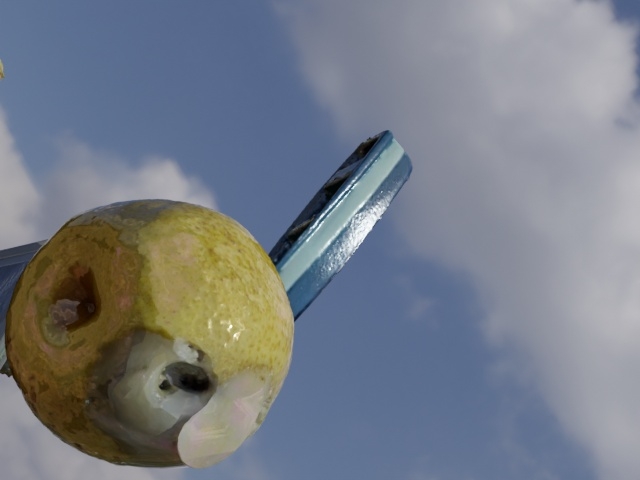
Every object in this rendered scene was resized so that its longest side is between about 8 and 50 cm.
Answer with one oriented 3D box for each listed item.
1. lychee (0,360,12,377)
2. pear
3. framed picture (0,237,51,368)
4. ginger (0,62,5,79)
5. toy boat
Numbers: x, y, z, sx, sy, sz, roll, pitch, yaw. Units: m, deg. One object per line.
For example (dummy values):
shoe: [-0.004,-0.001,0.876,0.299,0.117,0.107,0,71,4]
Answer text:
lychee: [-0.409,0.102,2.106,0.171,0.171,0.171,48,-23,28]
pear: [-0.151,0.088,1.408,0.271,0.271,0.271,48,-23,28]
framed picture: [-0.356,0.111,1.529,0.018,0.265,0.192,38,16,11]
ginger: [-0.433,-0.168,1.689,0.216,0.157,0.102,-60,-149,24]
toy boat: [0.000,0.000,1.654,0.062,0.299,0.096,45,-29,-12]
